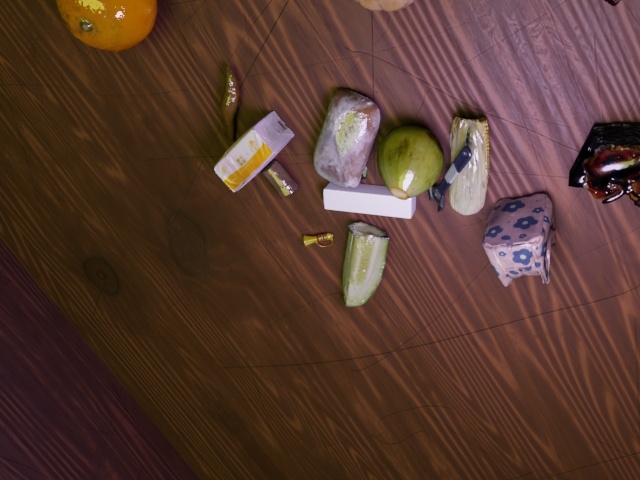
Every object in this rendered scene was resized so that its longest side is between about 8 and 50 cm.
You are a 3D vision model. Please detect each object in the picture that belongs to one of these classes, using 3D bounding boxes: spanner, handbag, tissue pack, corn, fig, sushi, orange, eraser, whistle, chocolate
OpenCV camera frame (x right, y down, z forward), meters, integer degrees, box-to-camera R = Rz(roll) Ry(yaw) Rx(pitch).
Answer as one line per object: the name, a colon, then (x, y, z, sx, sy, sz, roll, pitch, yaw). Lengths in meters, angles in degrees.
spanner: (0.385, -0.180, 1.676, 0.316, 0.024, 0.087, 111, 145, -66)
handbag: (0.600, 0.006, 1.674, 0.190, 0.252, 0.193, -10, 123, 35)
tissue pack: (-0.222, -0.297, 1.881, 0.124, 0.185, 0.225, 47, 124, -7)
corn: (0.439, -0.225, 1.677, 0.122, 0.123, 0.306, 5, 119, 23)
fig: (0.269, -0.235, 1.678, 0.207, 0.230, 0.207, 2, 120, 4)
sushi: (0.810, -0.197, 1.480, 0.227, 0.212, 0.216, 22, 125, 12)
orange: (-0.661, -0.744, 1.744, 0.311, 0.312, 0.312, 11, 122, 17)
eraser: (0.163, -0.137, 1.874, 0.297, 0.078, 0.076, 8, 121, 19)
whistle: (-0.003, 0.002, 2.049, 0.109, 0.046, 0.057, -5, 101, 19)
chocolate: (0.069, -0.313, 1.779, 0.185, 0.100, 0.304, 28, 124, 18)

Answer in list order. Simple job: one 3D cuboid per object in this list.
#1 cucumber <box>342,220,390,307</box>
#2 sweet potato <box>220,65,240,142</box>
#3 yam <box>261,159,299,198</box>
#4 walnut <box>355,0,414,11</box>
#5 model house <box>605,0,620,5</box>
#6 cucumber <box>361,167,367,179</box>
cucumber: (0.148, 0.088, 2.001, 0.145, 0.105, 0.326, 2, 123, -9)
sweet potato: (-0.306, -0.451, 1.905, 0.067, 0.067, 0.274, 18, 129, 13)
yam: (-0.142, -0.212, 1.962, 0.084, 0.084, 0.127, -30, 106, 33)
walnut: (0.146, -0.724, 1.431, 0.296, 0.285, 0.285, 41, 126, -11)
model house: (0.713, -0.648, 1.292, 0.141, 0.164, 0.203, 9, 123, 24)
cucumber: (0.108, -0.216, 1.873, 0.105, 0.048, 0.048, -18, 110, 34)
